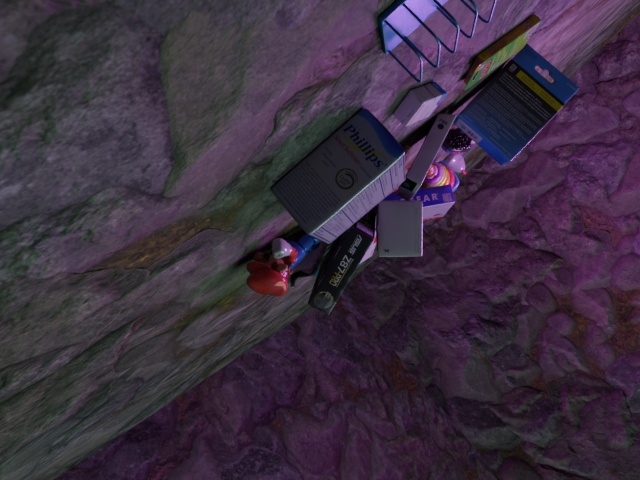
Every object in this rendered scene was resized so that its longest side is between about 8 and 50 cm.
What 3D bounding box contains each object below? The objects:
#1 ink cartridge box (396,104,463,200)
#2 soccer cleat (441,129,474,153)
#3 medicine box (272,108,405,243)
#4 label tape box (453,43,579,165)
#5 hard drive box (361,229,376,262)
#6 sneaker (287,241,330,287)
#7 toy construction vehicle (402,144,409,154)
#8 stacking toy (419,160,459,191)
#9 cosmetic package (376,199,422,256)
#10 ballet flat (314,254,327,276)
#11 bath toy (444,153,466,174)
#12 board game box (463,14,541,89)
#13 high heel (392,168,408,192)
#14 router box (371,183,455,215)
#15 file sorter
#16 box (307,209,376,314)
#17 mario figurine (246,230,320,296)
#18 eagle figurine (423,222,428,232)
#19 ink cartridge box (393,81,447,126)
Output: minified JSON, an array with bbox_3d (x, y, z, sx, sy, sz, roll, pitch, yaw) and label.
[{"bbox_3d":[0.368,-0.306,1.598,0.332,0.065,0.165,-59,174,-15],"label":"ink cartridge box"},{"bbox_3d":[0.576,-0.406,1.976,0.318,0.108,0.116,-32,171,-47],"label":"soccer cleat"},{"bbox_3d":[0.060,-0.143,1.172,0.289,0.149,0.263,-41,169,4],"label":"medicine box"},{"bbox_3d":[0.672,-0.464,1.629,0.333,0.241,0.106,-46,175,2],"label":"label tape box"},{"bbox_3d":[0.181,0.020,2.255,0.232,0.089,0.181,-29,142,-49],"label":"hard drive box"},{"bbox_3d":[-0.037,0.058,1.666,0.297,0.129,0.111,-41,144,-5],"label":"sneaker"},{"bbox_3d":[0.259,-0.279,1.593,0.098,0.035,0.086,-39,169,-2],"label":"toy construction vehicle"},{"bbox_3d":[0.504,-0.300,2.116,0.175,0.165,0.302,-35,157,15],"label":"stacking toy"},{"bbox_3d":[0.281,-0.042,1.729,0.155,0.196,0.365,1,-178,5],"label":"cosmetic package"},{"bbox_3d":[0.053,0.099,2.360,0.231,0.077,0.077,-46,-176,22],"label":"ballet flat"},{"bbox_3d":[0.630,-0.310,2.474,0.348,0.129,0.151,-46,167,29],"label":"bath toy"},{"bbox_3d":[0.529,-0.553,1.388,0.259,0.039,0.124,-40,169,-13],"label":"board game box"},{"bbox_3d":[0.213,-0.191,1.720,0.186,0.093,0.261,-33,179,40],"label":"high heel"},{"bbox_3d":[0.393,-0.142,2.082,0.336,0.082,0.301,-10,169,2],"label":"router box"},{"bbox_3d":[0.201,-0.378,0.809,0.170,0.104,0.118,-40,169,6],"label":"file sorter"},{"bbox_3d":[0.085,0.050,1.708,0.318,0.097,0.395,-58,-177,17],"label":"box"},{"bbox_3d":[-0.126,0.036,1.473,0.320,0.170,0.197,-44,138,-41],"label":"mario figurine"},{"bbox_3d":[0.521,-0.143,2.657,0.226,0.225,0.298,-33,-172,47],"label":"eagle figurine"},{"bbox_3d":[0.261,-0.359,1.231,0.122,0.052,0.088,-32,167,-40],"label":"ink cartridge box"}]
